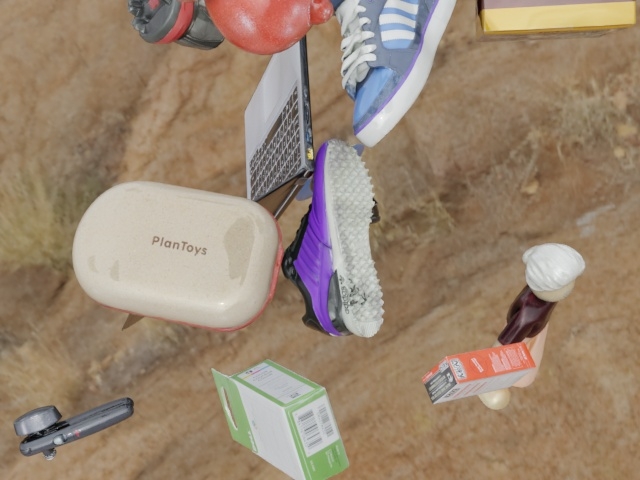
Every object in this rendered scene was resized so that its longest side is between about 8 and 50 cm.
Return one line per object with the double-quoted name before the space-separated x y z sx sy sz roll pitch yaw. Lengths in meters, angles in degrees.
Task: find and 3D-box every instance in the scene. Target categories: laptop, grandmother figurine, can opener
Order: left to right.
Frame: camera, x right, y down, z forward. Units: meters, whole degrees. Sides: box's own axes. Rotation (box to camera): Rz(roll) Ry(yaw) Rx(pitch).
"can opener" -0.373 0.283 1.579 0.186 0.073 0.059 -15 27 0
"laptop" -0.170 -0.098 1.595 0.236 0.382 0.408 2 72 -17
"grandmother figurine" 0.334 0.122 1.646 0.104 0.342 0.208 24 52 10

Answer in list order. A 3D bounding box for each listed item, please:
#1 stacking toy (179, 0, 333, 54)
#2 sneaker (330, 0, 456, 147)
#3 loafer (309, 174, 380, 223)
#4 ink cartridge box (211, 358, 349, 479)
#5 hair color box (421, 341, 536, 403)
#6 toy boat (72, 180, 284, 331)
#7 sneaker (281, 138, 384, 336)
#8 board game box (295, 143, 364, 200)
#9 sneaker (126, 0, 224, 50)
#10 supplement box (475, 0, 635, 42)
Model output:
"stacking toy" 0.030 -0.271 0.743 0.309 0.130 0.280 -6 48 57
"sneaker" 0.045 -0.307 1.461 0.130 0.236 0.323 -38 23 57
"loafer" 0.035 -0.089 1.747 0.080 0.078 0.220 -8 27 -22
"ink cartridge box" -0.054 0.217 1.285 0.062 0.109 0.209 -24 18 -25
"hair color box" 0.218 0.181 1.425 0.141 0.072 0.043 -6 62 -33
"toy boat" -0.156 0.026 1.159 0.231 0.151 0.151 11 72 5
"sneaker" 0.000 0.000 1.533 0.146 0.102 0.293 -7 86 38
"board game box" 0.009 -0.143 2.013 0.168 0.133 0.033 -42 78 14
"sneaker" -0.173 -0.343 1.277 0.097 0.135 0.276 -35 56 35
"supplement box" 0.208 -0.286 0.956 0.129 0.194 0.191 -1 8 7
